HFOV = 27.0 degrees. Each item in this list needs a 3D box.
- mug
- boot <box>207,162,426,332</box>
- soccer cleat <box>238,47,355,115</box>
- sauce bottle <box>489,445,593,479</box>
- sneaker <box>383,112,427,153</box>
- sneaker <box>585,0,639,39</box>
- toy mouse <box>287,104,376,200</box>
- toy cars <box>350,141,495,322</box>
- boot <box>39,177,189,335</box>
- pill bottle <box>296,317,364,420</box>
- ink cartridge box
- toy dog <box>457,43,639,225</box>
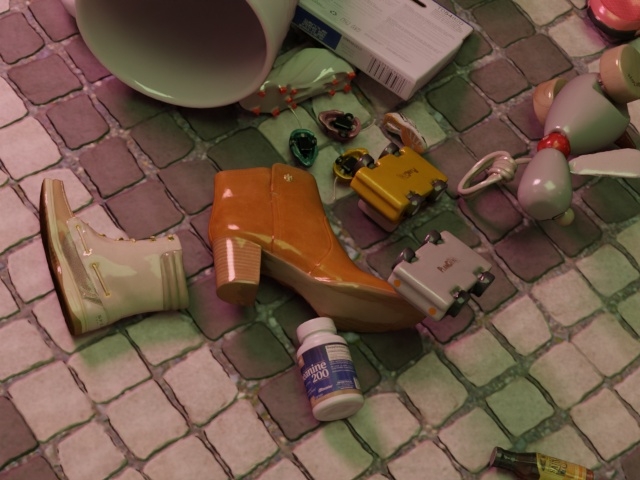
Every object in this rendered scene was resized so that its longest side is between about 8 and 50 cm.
[{"bbox_3d":[-0.197,-0.391,1.862,0.374,0.276,0.328,-2,48,24],"label":"mug"},{"bbox_3d":[-0.001,0.000,1.755,0.295,0.104,0.211,10,52,-12],"label":"boot"},{"bbox_3d":[-0.040,-0.231,1.906,0.196,0.068,0.076,-18,60,-29],"label":"soccer cleat"},{"bbox_3d":[0.277,0.289,1.677,0.128,0.042,0.042,16,58,-4],"label":"sauce bottle"},{"bbox_3d":[0.129,-0.158,1.910,0.037,0.032,0.083,-18,55,-43],"label":"sneaker"},{"bbox_3d":[0.528,-0.442,2.110,0.116,0.136,0.314,39,60,13],"label":"sneaker"},{"bbox_3d":[0.006,-0.139,1.877,0.143,0.031,0.161,36,59,10],"label":"toy mouse"},{"bbox_3d":[0.118,-0.002,1.739,0.177,0.087,0.393,20,29,-26],"label":"toy cars"},{"bbox_3d":[-0.265,0.007,1.705,0.165,0.077,0.213,-12,68,-18],"label":"boot"},{"bbox_3d":[0.008,0.161,1.678,0.067,0.067,0.120,-8,62,-17],"label":"pill bottle"},{"bbox_3d":[0.092,-0.321,1.981,0.223,0.045,0.224,36,40,9],"label":"ink cartridge box"},{"bbox_3d":[0.370,-0.120,1.875,0.161,0.220,0.333,49,65,-19],"label":"toy dog"}]
